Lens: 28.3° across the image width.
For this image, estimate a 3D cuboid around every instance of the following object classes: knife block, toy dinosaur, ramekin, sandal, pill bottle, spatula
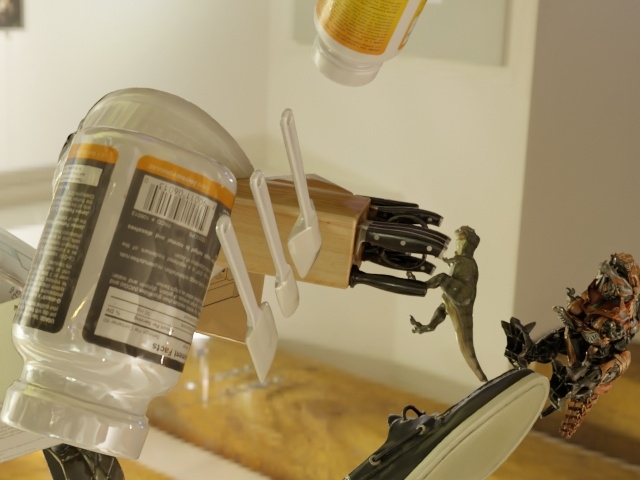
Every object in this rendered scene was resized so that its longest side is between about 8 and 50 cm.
[{"bbox_3d":[0.000,0.000,1.450,0.275,0.088,0.242,-5,-159,-34],"label":"knife block"},{"bbox_3d":[0.417,0.177,1.963,0.218,0.322,0.164,-15,-164,-29],"label":"toy dinosaur"},{"bbox_3d":[-0.214,-0.046,1.603,0.272,0.273,0.127,10,-137,27],"label":"ramekin"},{"bbox_3d":[-0.395,0.343,2.053,0.219,0.090,0.060,45,179,4],"label":"sandal"},{"bbox_3d":[-0.188,0.048,1.162,0.162,0.279,0.162,16,172,2],"label":"pill bottle"},{"bbox_3d":[0.070,-0.326,1.709,0.136,0.246,0.136,11,-129,-13],"label":"pill bottle"},{"bbox_3d":[0.195,0.092,1.975,0.118,0.268,0.064,-4,156,10],"label":"toy dinosaur"},{"bbox_3d":[-0.042,0.001,1.136,0.019,0.242,0.168,17,-120,20],"label":"spatula"}]

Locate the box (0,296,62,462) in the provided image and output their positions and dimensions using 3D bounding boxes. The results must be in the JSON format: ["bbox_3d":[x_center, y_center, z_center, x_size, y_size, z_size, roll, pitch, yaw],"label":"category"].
[{"bbox_3d":[-0.441,0.196,1.720,0.181,0.119,0.181,-18,-133,6],"label":"box"}]

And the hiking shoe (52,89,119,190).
[{"bbox_3d":[-0.399,-0.169,2.163,0.086,0.227,0.114,26,-165,-34],"label":"hiking shoe"}]

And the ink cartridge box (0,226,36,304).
[{"bbox_3d":[-0.523,0.106,1.965,0.197,0.198,0.270,36,-176,-29],"label":"ink cartridge box"}]

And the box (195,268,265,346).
[{"bbox_3d":[-0.173,0.054,1.849,0.201,0.165,0.021,17,162,-30],"label":"box"}]

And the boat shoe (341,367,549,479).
[{"bbox_3d":[0.102,0.243,1.404,0.113,0.340,0.127,43,175,38],"label":"boat shoe"}]

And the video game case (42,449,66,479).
[{"bbox_3d":[-0.467,0.439,2.489,0.275,0.035,0.248,60,-173,31],"label":"video game case"}]
